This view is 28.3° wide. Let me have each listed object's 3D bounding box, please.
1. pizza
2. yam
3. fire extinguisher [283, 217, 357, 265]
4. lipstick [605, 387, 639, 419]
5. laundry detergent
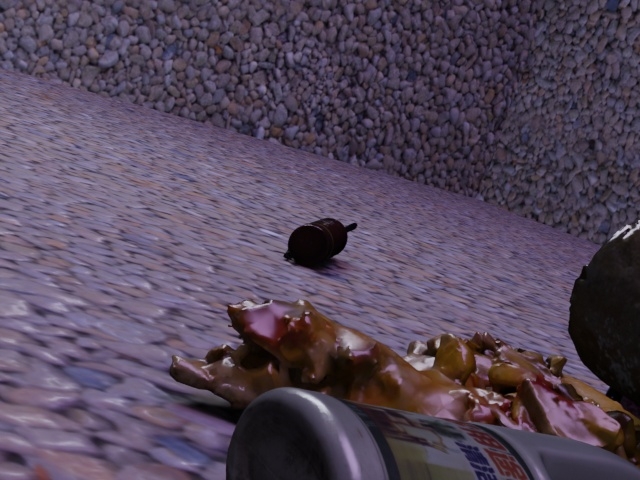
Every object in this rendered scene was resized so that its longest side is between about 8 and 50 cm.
[{"bbox_3d":[0.080,0.087,0.720,0.288,0.074,0.251,21,5,8],"label":"pizza"},{"bbox_3d":[0.221,0.069,0.617,0.107,0.107,0.194,13,20,-38],"label":"yam"},{"bbox_3d":[0.000,0.000,1.321,0.064,0.043,0.158,-24,-1,10],"label":"fire extinguisher"},{"bbox_3d":[0.271,0.123,0.999,0.053,0.053,0.234,21,6,23],"label":"lipstick"},{"bbox_3d":[0.078,0.112,0.510,0.226,0.070,0.099,15,1,-30],"label":"laundry detergent"}]
